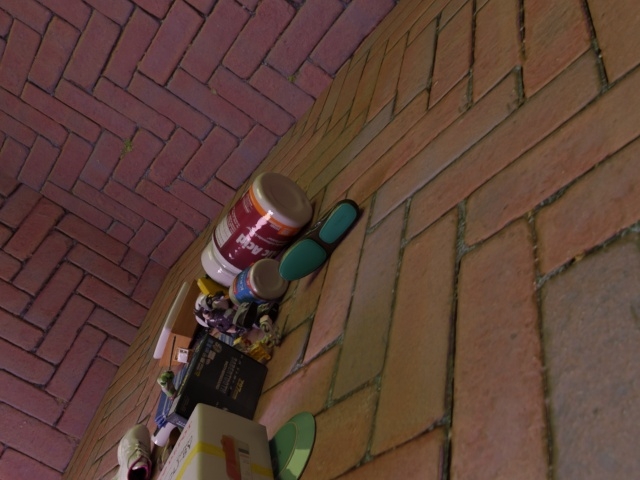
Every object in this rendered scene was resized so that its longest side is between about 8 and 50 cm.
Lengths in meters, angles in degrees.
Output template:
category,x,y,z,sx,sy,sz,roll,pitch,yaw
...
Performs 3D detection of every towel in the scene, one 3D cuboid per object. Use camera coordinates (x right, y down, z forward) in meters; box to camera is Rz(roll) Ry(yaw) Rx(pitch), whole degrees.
category,x,y,z,sx,sy,sz,roll,pitch,yaw
towel,-0.377,0.416,1.933,0.336,0.040,0.243,-41,16,5

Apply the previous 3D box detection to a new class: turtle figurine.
category,x,y,z,sx,sy,sz,roll,pitch,yaw
turtle figurine,-0.321,0.383,1.648,0.274,0.198,0.266,-59,21,1

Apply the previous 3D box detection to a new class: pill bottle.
category,x,y,z,sx,sy,sz,roll,pitch,yaw
pill bottle,-0.196,0.139,1.876,0.221,0.124,0.124,-31,30,55
pill bottle,-0.391,0.215,2.282,0.121,0.121,0.216,-48,18,27
pill bottle,-0.225,-0.025,2.088,0.392,0.224,0.224,-46,19,32

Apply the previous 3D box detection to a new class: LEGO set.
category,x,y,z,sx,sy,sz,roll,pitch,yaw
LEGO set,-0.234,0.287,1.642,0.287,0.132,0.107,-18,17,11

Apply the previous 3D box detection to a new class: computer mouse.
category,x,y,z,sx,sy,sz,roll,pitch,yaw
computer mouse,-0.419,0.288,2.367,0.106,0.042,0.193,-38,24,49

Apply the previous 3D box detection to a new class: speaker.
category,x,y,z,sx,sy,sz,roll,pitch,yaw
speaker,-0.473,0.578,1.953,0.136,0.055,0.055,-55,16,2

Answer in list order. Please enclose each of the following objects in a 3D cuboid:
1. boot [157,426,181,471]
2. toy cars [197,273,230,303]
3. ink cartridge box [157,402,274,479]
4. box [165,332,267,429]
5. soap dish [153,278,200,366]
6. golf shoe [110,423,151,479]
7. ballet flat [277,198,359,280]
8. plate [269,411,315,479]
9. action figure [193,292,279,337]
category,x,y,z,sx,sy,sz,roll,pitch,yaw
boot,-0.453,0.622,1.842,0.087,0.042,0.118,-53,16,18
toy cars,-0.349,0.115,2.257,0.087,0.177,0.393,-48,18,28
ink cartridge box,-0.209,0.516,1.095,0.279,0.161,0.384,-61,16,9
box,-0.241,0.362,1.477,0.059,0.183,0.232,-42,21,39
soap dish,-0.541,0.328,2.434,0.290,0.118,0.228,-77,12,-49
golf shoe,-0.572,0.700,1.946,0.140,0.115,0.306,-37,30,24
ballet flat,0.000,0.000,1.664,0.280,0.095,0.096,-43,9,9
plate,-0.073,0.412,1.193,0.188,0.024,0.188,-49,18,22
action figure,-0.252,0.222,1.814,0.285,0.185,0.099,-9,61,47
